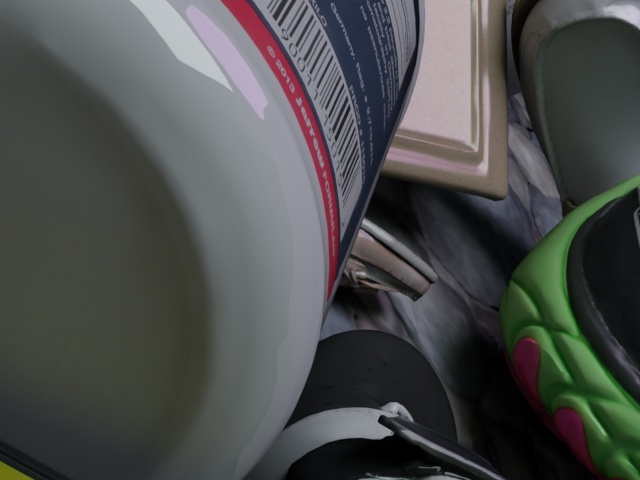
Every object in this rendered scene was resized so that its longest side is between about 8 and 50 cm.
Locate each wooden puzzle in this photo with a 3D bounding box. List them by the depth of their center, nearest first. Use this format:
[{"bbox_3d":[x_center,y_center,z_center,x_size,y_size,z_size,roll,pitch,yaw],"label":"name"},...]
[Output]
[{"bbox_3d":[0.004,-0.141,0.795,0.239,0.044,0.221,11,74,-40],"label":"wooden puzzle"}]

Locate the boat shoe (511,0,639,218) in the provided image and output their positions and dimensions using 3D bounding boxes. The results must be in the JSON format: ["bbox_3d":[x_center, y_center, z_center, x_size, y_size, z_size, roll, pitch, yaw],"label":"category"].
[{"bbox_3d":[0.186,-0.011,0.891,0.302,0.113,0.103,56,29,-35],"label":"boat shoe"}]

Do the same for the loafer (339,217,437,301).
[{"bbox_3d":[0.000,0.000,0.736,0.125,0.039,0.045,35,-2,-37],"label":"loafer"}]

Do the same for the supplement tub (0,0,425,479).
[{"bbox_3d":[-0.071,-0.050,0.498,0.191,0.191,0.272,46,26,-12],"label":"supplement tub"}]

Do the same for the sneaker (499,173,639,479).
[{"bbox_3d":[0.301,0.136,0.739,0.483,0.202,0.185,43,1,9],"label":"sneaker"}]

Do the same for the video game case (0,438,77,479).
[{"bbox_3d":[-0.149,0.085,0.280,0.275,0.035,0.248,29,28,0],"label":"video game case"}]

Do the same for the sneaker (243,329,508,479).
[{"bbox_3d":[0.031,0.117,0.494,0.122,0.146,0.330,53,25,-17],"label":"sneaker"}]

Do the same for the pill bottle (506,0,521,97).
[{"bbox_3d":[0.048,-0.194,0.943,0.229,0.131,0.131,42,28,-20],"label":"pill bottle"}]
